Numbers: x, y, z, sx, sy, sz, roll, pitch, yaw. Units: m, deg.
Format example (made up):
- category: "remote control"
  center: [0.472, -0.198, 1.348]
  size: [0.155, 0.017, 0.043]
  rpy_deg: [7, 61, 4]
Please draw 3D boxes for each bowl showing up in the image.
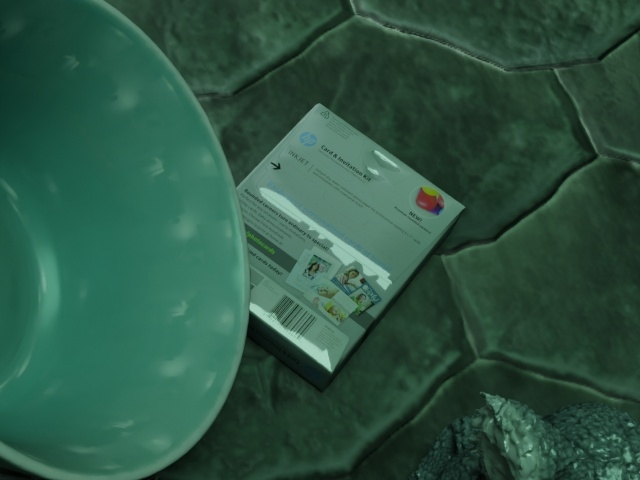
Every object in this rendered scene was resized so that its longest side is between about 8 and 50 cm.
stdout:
- category: "bowl"
  center: [-0.202, 0.008, 0.814]
  size: [0.311, 0.163, 0.312]
  rpy_deg: [29, 53, -47]

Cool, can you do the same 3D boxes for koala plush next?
- category: "koala plush"
  center: [0.147, 0.169, 0.812]
  size: [0.196, 0.221, 0.203]
  rpy_deg: [16, 58, -4]

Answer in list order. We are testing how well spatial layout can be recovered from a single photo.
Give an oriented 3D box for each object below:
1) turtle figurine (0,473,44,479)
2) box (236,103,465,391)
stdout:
- category: "turtle figurine"
  center: [-0.149, 0.208, 0.786]
  size: [0.234, 0.118, 0.175]
  rpy_deg: [1, 20, -15]
- category: "box"
  center: [0.000, 0.000, 0.983]
  size: [0.145, 0.038, 0.186]
  rpy_deg: [36, 60, 8]
